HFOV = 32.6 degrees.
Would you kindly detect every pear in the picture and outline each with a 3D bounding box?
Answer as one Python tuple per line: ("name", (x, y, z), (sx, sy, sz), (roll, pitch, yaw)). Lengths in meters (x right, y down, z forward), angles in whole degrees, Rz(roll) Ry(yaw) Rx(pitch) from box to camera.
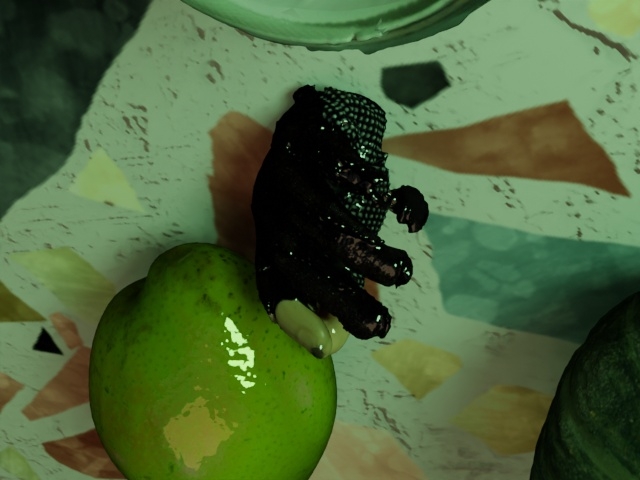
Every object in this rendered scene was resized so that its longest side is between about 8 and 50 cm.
("pear", (-0.084, 0.102, 0.821), (0.187, 0.187, 0.220), (-7, 127, 20))

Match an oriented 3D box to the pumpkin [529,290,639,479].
("pumpkin", (0.308, 0.162, 0.718), (0.327, 0.257, 0.291), (18, 121, 8))

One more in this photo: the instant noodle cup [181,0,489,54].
("instant noodle cup", (0.015, -0.229, 0.421), (0.296, 0.214, 0.296), (21, 146, 15))

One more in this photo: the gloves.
("gloves", (-0.002, -0.002, 0.701), (0.106, 0.181, 0.129), (27, 132, -10))
